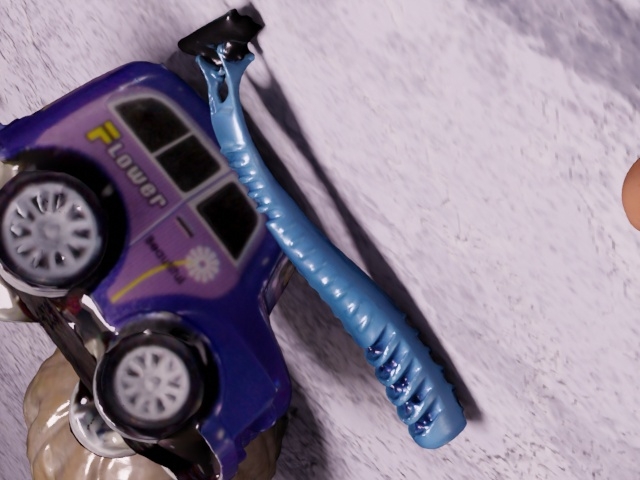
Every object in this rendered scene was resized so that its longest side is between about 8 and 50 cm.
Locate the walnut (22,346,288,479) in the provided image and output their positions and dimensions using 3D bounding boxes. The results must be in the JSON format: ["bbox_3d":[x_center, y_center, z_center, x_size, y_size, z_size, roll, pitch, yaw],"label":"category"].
[{"bbox_3d":[-0.105,0.137,1.249,0.178,0.178,0.230,42,160,28],"label":"walnut"}]

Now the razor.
[{"bbox_3d":[0.000,0.000,0.986,0.253,0.042,0.082,57,158,-10],"label":"razor"}]

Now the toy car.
[{"bbox_3d":[-0.094,0.018,1.042,0.235,0.158,0.172,54,163,-1],"label":"toy car"}]

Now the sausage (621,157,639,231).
[{"bbox_3d":[0.138,-0.021,0.679,0.034,0.034,0.083,57,159,-7],"label":"sausage"}]
